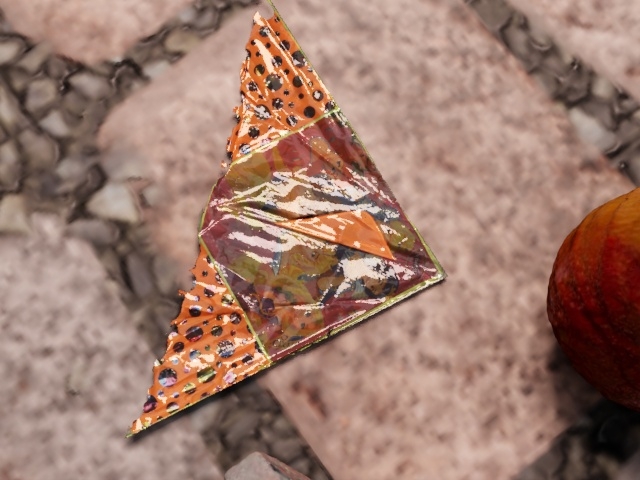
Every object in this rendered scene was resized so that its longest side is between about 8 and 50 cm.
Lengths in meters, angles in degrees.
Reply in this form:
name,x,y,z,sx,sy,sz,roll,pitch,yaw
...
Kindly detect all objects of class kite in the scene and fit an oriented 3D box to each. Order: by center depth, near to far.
name,x,y,z,sx,sy,sz,roll,pitch,yaw
kite,0.000,0.000,0.535,0.125,0.008,0.222,16,80,-2

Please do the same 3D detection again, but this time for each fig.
name,x,y,z,sx,sy,sz,roll,pitch,yaw
fig,0.160,0.017,0.514,0.119,0.153,0.119,3,117,6

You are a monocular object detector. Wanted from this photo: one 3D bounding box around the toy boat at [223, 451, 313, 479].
name,x,y,z,sx,sy,sz,roll,pitch,yaw
toy boat,-0.026,0.165,0.499,0.096,0.034,0.122,33,88,1
